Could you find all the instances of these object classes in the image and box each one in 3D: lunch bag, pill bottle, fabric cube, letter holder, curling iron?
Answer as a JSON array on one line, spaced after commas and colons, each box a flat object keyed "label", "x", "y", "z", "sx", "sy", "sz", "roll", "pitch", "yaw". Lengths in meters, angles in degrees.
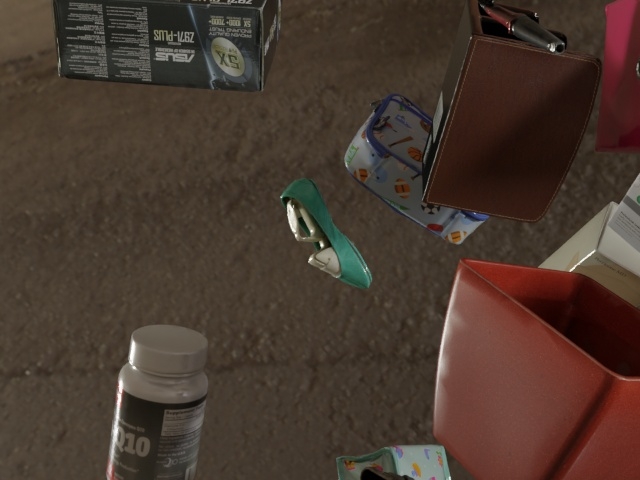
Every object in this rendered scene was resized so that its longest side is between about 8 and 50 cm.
[{"label": "lunch bag", "x": 0.155, "y": 0.515, "z": 1.714, "sx": 0.160, "sy": 0.223, "sz": 0.262, "roll": -21, "pitch": 68, "yaw": 29}, {"label": "pill bottle", "x": -0.289, "y": 0.305, "z": 1.671, "sx": 0.161, "sy": 0.161, "sz": 0.283, "roll": 27, "pitch": 113, "yaw": 51}, {"label": "fabric cube", "x": 0.590, "y": -0.255, "z": 1.432, "sx": 0.259, "sy": 0.254, "sz": 0.258, "roll": 2, "pitch": 5, "yaw": -2}, {"label": "letter holder", "x": 0.301, "y": -0.201, "z": 1.491, "sx": 0.214, "sy": 0.302, "sz": 0.152, "roll": 11, "pitch": 36, "yaw": -2}, {"label": "lunch bag", "x": 0.198, "y": -0.147, "z": 1.781, "sx": 0.115, "sy": 0.303, "sz": 0.243, "roll": -50, "pitch": 4, "yaw": 39}, {"label": "curling iron", "x": 0.263, "y": -0.304, "z": 1.267, "sx": 0.035, "sy": 0.068, "sz": 0.274, "roll": -31, "pitch": 34, "yaw": 7}]

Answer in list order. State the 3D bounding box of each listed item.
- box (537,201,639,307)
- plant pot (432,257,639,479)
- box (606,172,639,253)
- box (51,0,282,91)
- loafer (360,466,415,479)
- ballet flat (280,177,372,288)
[{"label": "box", "x": 0.510, "y": 0.073, "z": 1.749, "sx": 0.121, "sy": 0.148, "sz": 0.311, "roll": -60, "pitch": 0, "yaw": -31}, {"label": "plant pot", "x": 0.296, "y": 0.196, "z": 1.163, "sx": 0.267, "sy": 0.267, "sz": 0.236, "roll": 42, "pitch": 116, "yaw": 46}, {"label": "box", "x": 0.478, "y": -0.046, "z": 1.215, "sx": 0.038, "sy": 0.186, "sz": 0.145, "roll": -18, "pitch": 54, "yaw": -38}, {"label": "box", "x": -0.130, "y": -0.202, "z": 0.843, "sx": 0.180, "sy": 0.078, "sz": 0.147, "roll": 4, "pitch": 32, "yaw": 2}, {"label": "loafer", "x": 0.099, "y": 0.390, "z": 1.369, "sx": 0.096, "sy": 0.084, "sz": 0.267, "roll": -62, "pitch": -1, "yaw": -3}, {"label": "ballet flat", "x": 0.000, "y": 0.000, "z": 1.762, "sx": 0.087, "sy": 0.247, "sz": 0.083, "roll": -28, "pitch": -9, "yaw": -27}]
